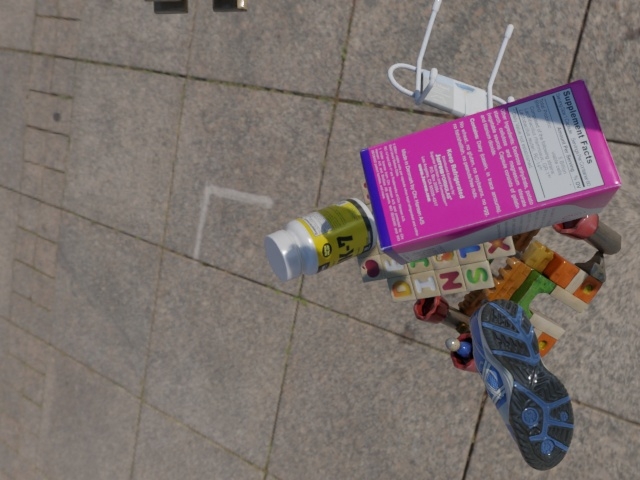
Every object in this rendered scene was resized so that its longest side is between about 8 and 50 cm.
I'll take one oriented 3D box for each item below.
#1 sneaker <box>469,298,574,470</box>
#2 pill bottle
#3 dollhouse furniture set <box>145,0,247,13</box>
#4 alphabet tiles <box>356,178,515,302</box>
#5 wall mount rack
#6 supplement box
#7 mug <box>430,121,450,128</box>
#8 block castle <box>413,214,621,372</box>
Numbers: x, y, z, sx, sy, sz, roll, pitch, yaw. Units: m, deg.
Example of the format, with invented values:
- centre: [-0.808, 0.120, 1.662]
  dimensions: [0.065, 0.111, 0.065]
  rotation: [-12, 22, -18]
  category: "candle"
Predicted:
- centre: [0.246, 0.176, 0.691]
  dimensions: [0.080, 0.081, 0.211]
  rotation: [-14, 82, -10]
  category: "sneaker"
- centre: [0.000, 0.000, 1.124]
  dimensions: [0.119, 0.209, 0.119]
  rotation: [47, 150, 39]
  category: "pill bottle"
- centre: [-0.100, -0.362, 0.584]
  dimensions: [0.242, 0.212, 0.160]
  rotation: [-1, 91, 1]
  category: "dollhouse furniture set"
- centre: [0.219, -0.019, 1.176]
  dimensions: [0.343, 0.011, 0.284]
  rotation: [-13, 94, 31]
  category: "alphabet tiles"
- centre: [0.350, -0.423, 1.358]
  dimensions: [0.130, 0.350, 0.304]
  rotation: [121, 162, -54]
  category: "wall mount rack"
- centre: [0.166, -0.059, 0.567]
  dimensions: [0.220, 0.111, 0.113]
  rotation: [-14, 76, 15]
  category: "supplement box"
- centre: [0.179, -0.113, 0.801]
  dimensions: [0.158, 0.097, 0.129]
  rotation: [43, 139, 5]
  category: "mug"
- centre: [0.429, 0.076, 1.297]
  dimensions: [0.453, 0.213, 0.303]
  rotation: [-57, 25, 13]
  category: "block castle"
